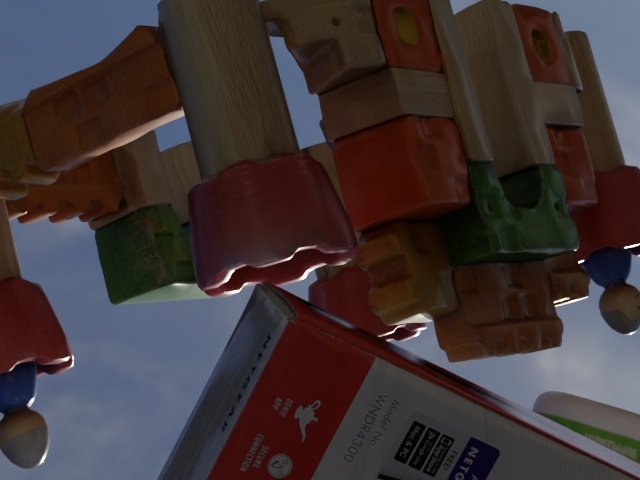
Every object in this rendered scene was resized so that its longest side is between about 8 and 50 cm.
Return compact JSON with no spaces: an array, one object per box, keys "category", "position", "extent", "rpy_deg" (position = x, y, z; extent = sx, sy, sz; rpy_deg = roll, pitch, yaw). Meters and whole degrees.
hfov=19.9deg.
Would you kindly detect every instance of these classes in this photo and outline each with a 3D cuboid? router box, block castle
[{"category":"router box","position":[0.032,0.233,0.880],"extent":[0.301,0.335,0.082],"rpy_deg":[26,-176,-16]},{"category":"block castle","position":[0.000,0.000,1.134],"extent":[0.453,0.303,0.212],"rpy_deg":[-1,-107,-54]}]

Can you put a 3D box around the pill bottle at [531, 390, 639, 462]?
[{"category":"pill bottle","position":[0.168,0.232,1.172],"extent":[0.136,0.245,0.136],"rpy_deg":[18,174,2]}]
